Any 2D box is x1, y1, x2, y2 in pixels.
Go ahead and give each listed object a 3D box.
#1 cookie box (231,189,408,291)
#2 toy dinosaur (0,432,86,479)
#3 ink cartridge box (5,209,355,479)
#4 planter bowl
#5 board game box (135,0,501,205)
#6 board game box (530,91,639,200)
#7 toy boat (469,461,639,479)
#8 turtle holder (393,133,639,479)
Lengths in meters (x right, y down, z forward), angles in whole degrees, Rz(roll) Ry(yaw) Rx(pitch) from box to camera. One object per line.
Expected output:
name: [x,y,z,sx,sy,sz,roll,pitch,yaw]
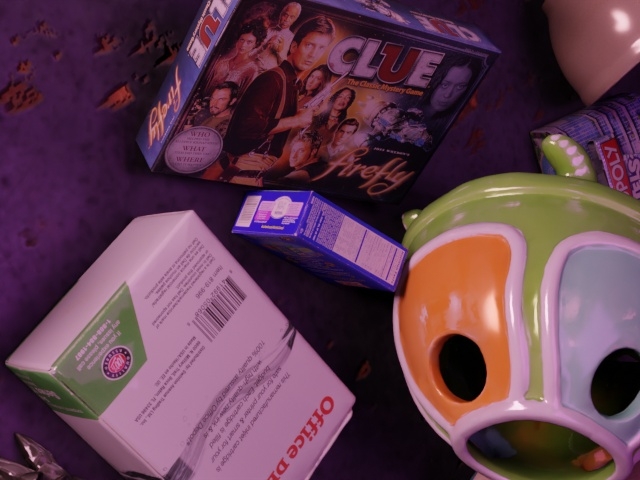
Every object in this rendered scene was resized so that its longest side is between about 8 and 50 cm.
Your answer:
cookie box: [0.000,0.000,0.850,0.107,0.092,0.040,30,75,-34]
toy dinosaur: [-0.138,0.231,0.655,0.322,0.218,0.164,44,63,-28]
ink cartridge box: [-0.093,0.104,0.776,0.208,0.087,0.153,51,60,-24]
planter bowl: [0.287,-0.224,1.054,0.109,0.162,0.162,48,58,4]
board game box: [0.002,-0.112,0.823,0.243,0.042,0.165,5,129,-37]
board game box: [0.289,-0.035,1.091,0.194,0.060,0.194,-25,102,-34]
toy boat: [0.220,0.328,0.994,0.267,0.148,0.318,-28,98,-40]
turtle holder: [0.198,0.098,0.897,0.320,0.243,0.227,54,34,-41]
